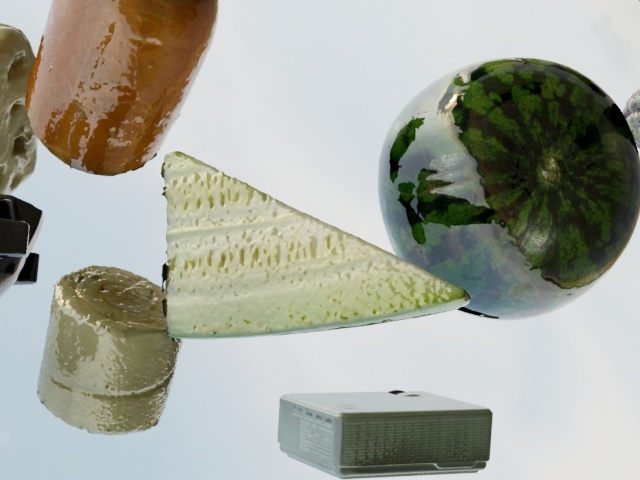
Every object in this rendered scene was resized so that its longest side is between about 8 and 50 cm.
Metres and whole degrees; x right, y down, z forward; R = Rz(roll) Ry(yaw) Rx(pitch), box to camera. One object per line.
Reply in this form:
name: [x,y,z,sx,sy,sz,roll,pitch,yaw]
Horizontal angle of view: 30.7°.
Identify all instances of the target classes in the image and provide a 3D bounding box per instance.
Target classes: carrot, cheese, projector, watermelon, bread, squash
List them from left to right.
cheese: [-0.447,-0.165,1.571,0.159,0.093,0.263,-50,-22,-45]
bread: [-0.232,0.121,1.288,0.134,0.148,0.141,-44,-27,-66]
carrot: [-0.222,-0.267,1.397,0.193,0.331,0.214,20,-149,-8]
squash: [0.000,0.000,1.084,0.111,0.288,0.203,39,-137,-60]
projector: [0.088,0.273,1.648,0.256,0.192,0.099,3,-88,-29]
watermelon: [0.199,-0.057,1.253,0.285,0.285,0.285,44,-147,-39]

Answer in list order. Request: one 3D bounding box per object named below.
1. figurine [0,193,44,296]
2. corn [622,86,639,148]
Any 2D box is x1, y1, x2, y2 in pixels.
figurine: [-0.472,0.009,1.362,0.308,0.308,0.143,-9,-74,-64]
corn: [0.433,-0.179,1.340,0.280,0.092,0.092,120,134,-70]
